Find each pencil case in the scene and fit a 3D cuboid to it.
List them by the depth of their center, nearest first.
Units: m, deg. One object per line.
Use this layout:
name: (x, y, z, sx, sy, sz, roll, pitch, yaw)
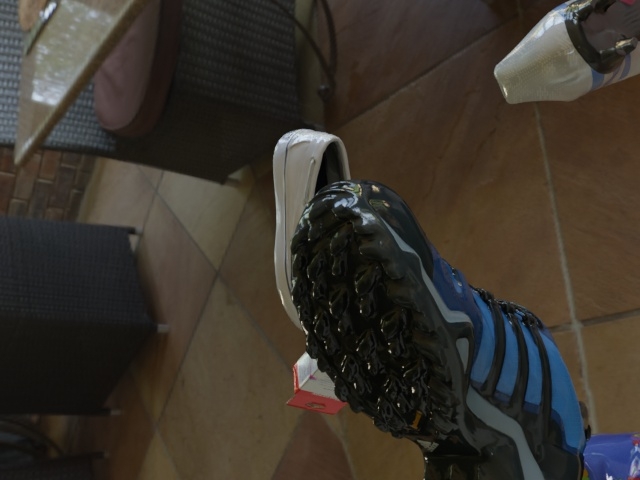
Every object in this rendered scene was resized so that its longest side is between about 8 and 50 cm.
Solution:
pencil case: (0.336, 0.298, 0.802, 0.306, 0.119, 0.133, -36, 71, 61)

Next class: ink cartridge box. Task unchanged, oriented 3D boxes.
ink cartridge box: (0.030, 0.279, 1.436, 0.231, 0.134, 0.078, -52, 31, 35)

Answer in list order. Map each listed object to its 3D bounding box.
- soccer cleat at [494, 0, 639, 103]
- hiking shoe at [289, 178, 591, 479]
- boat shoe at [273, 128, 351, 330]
soccer cleat: (0.328, -0.238, 0.801, 0.143, 0.331, 0.116, -25, 88, 49)
hiking shoe: (0.088, 0.074, 0.450, 0.113, 0.304, 0.132, -9, 32, 43)
boat shoe: (0.000, 0.000, 0.785, 0.084, 0.095, 0.258, 14, 119, 49)
